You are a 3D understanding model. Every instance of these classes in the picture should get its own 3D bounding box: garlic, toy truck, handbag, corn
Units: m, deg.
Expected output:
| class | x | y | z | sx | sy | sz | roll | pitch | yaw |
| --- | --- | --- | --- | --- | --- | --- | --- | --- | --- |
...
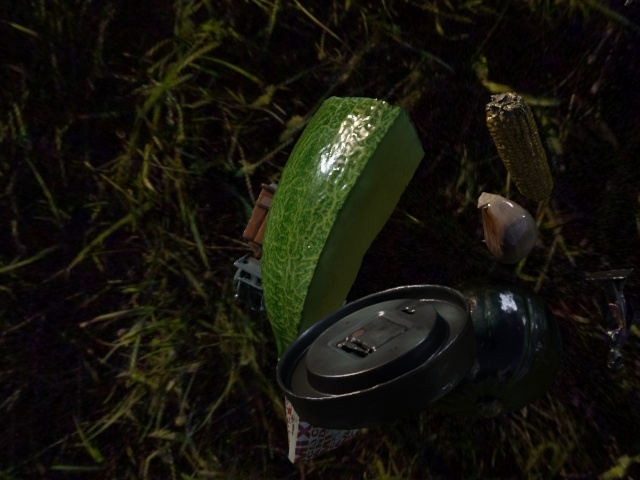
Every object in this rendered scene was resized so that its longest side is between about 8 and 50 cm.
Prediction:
| class | x | y | z | sx | sy | sz | roll | pitch | yaw |
| --- | --- | --- | --- | --- | --- | --- | --- | --- | --- |
| garlic | 0.378 | -0.012 | 1.411 | 0.090 | 0.198 | 0.128 | -44 | 60 | -7 |
| toy truck | -0.034 | 0.053 | 1.085 | 0.133 | 0.338 | 0.184 | 22 | 76 | 15 |
| handbag | 0.001 | 0.399 | 1.591 | 0.151 | 0.298 | 0.171 | 7 | 97 | 16 |
| corn | 0.483 | -0.227 | 1.661 | 0.115 | 0.115 | 0.317 | -24 | 126 | 10 |

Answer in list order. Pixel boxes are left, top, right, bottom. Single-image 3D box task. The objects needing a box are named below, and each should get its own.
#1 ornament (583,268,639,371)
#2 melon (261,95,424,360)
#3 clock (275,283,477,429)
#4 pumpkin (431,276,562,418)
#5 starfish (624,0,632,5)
| class | x | y | z | sx | sy | sz | roll | pitch | yaw |
| --- | --- | --- | --- | --- | --- | --- | --- | --- | --- |
| ornament | 0.576 | 0.160 | 1.344 | 0.088 | 0.081 | 0.203 | -5 | 89 | 37 |
| melon | 0.000 | 0.000 | 0.792 | 0.124 | 0.196 | 0.323 | 22 | 90 | -24 |
| clock | 0.051 | 0.101 | 0.615 | 0.185 | 0.184 | 0.040 | -20 | 107 | 11 |
| pumpkin | 0.322 | 0.229 | 1.348 | 0.316 | 0.315 | 0.238 | -14 | 47 | 11 |
| starfish | 0.659 | -0.524 | 1.373 | 0.216 | 0.050 | 0.223 | -50 | 116 | -17 |
